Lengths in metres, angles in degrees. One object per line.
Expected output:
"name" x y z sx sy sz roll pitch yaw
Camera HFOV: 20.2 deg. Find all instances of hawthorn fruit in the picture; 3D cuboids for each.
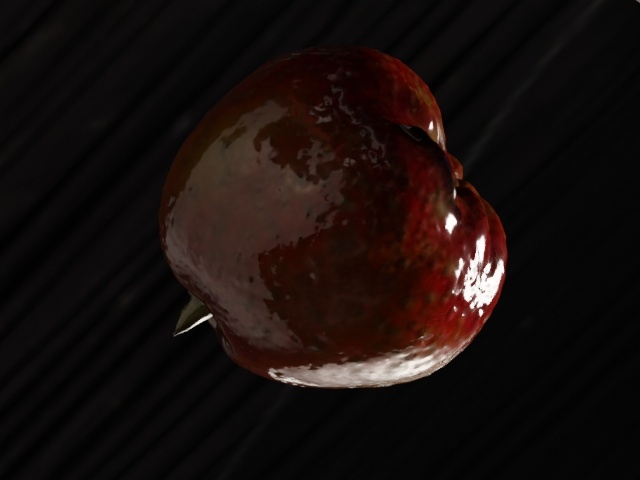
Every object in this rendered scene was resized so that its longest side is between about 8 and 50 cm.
"hawthorn fruit" 0.000 0.000 2.035 0.403 0.403 0.403 41 17 -16

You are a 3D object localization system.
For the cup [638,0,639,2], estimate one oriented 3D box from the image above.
"cup" 0.368 -0.176 1.205 0.274 0.253 0.253 45 16 10
